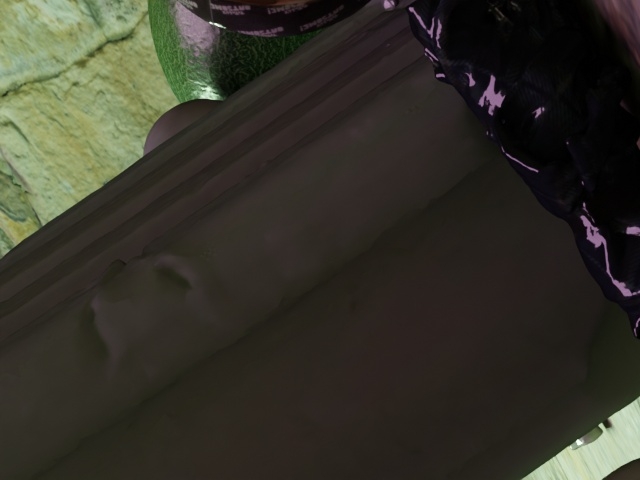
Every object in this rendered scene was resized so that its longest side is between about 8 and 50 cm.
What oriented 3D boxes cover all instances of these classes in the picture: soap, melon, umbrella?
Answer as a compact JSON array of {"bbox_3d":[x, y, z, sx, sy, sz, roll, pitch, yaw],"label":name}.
[{"bbox_3d":[-0.046,0.061,0.907,0.213,0.435,0.350,57,176,-15],"label":"soap"},{"bbox_3d":[-0.041,-0.167,1.268,0.287,0.182,0.182,83,161,-57],"label":"melon"},{"bbox_3d":[0.122,-0.024,0.696,0.224,0.080,0.071,59,144,-1],"label":"umbrella"}]

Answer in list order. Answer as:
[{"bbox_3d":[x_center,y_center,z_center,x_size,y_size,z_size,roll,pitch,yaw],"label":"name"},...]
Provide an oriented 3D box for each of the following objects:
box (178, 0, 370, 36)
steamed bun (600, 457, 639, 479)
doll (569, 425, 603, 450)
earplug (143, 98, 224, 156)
[{"bbox_3d":[-0.030,-0.212,0.912,0.151,0.151,0.135,61,171,27],"label":"box"},{"bbox_3d":[0.193,0.297,0.684,0.236,0.247,0.383,49,-178,-39],"label":"steamed bun"},{"bbox_3d":[0.156,0.089,1.398,0.217,0.085,0.183,45,-179,5],"label":"doll"},{"bbox_3d":[0.000,0.000,1.179,0.301,0.172,0.172,37,174,10],"label":"earplug"}]
